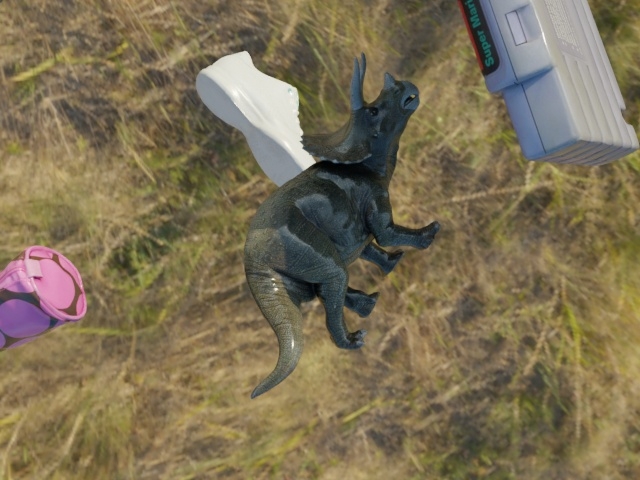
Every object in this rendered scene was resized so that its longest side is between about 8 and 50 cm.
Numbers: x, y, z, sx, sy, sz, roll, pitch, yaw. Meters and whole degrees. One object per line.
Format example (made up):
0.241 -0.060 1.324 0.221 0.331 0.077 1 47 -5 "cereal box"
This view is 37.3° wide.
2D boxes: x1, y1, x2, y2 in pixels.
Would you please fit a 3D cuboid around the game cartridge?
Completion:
0.160 -0.234 0.785 0.068 0.355 0.230 -22 172 33 "game cartridge"

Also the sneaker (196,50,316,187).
-0.051 -0.146 1.161 0.094 0.080 0.212 -40 90 -30 "sneaker"

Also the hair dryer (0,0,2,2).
-0.277 -0.097 0.555 0.224 0.080 0.293 -9 83 -14 "hair dryer"

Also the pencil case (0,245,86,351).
-0.340 0.072 0.925 0.209 0.095 0.098 -22 138 11 "pencil case"

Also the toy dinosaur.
0.000 0.000 0.858 0.160 0.121 0.313 39 73 -7 "toy dinosaur"
